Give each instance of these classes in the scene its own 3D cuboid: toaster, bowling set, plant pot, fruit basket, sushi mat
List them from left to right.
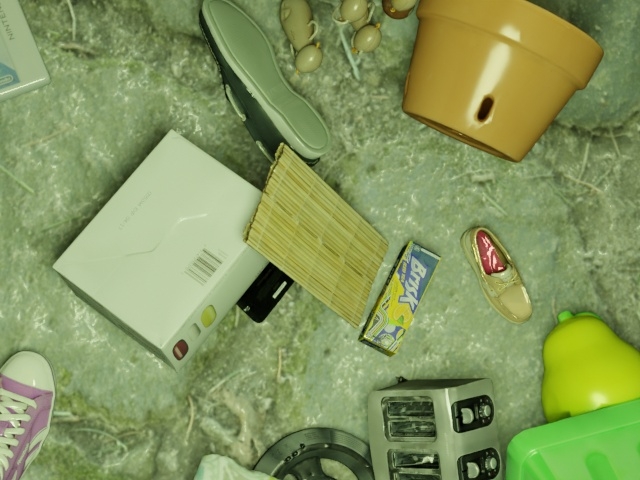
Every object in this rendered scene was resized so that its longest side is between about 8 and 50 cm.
[{"bbox_3d":[0.000,0.000,1.714,0.019,0.316,0.151,11,71,38],"label":"sushi mat"},{"bbox_3d":[0.089,-0.371,1.820,0.199,0.287,0.154,12,44,-32],"label":"bowling set"},{"bbox_3d":[0.161,0.284,1.716,0.110,0.185,0.168,-3,88,-49],"label":"toaster"},{"bbox_3d":[0.253,-0.249,1.802,0.290,0.291,0.204,24,94,-4],"label":"plant pot"},{"bbox_3d":[0.432,0.300,1.758,0.391,0.283,0.392,-2,38,2],"label":"fruit basket"}]

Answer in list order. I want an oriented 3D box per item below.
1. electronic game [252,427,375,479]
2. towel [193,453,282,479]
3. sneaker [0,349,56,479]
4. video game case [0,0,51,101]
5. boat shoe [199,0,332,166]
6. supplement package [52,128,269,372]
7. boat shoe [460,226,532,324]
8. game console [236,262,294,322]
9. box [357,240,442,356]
[{"bbox_3d":[-0.001,0.389,1.737,0.229,0.048,0.229,1,85,-14],"label":"electronic game"},{"bbox_3d":[-0.041,0.502,1.603,0.374,0.090,0.321,25,57,-14],"label":"towel"},{"bbox_3d":[-0.439,0.281,1.630,0.102,0.161,0.282,18,76,-4],"label":"sneaker"},{"bbox_3d":[-0.614,-0.317,1.779,0.328,0.036,0.300,-22,83,-12],"label":"video game case"},{"bbox_3d":[-0.105,-0.232,1.814,0.114,0.091,0.303,-22,77,-48],"label":"boat shoe"},{"bbox_3d":[-0.209,0.017,1.704,0.204,0.145,0.262,35,76,14],"label":"supplement package"},{"bbox_3d":[0.276,0.053,1.841,0.063,0.059,0.170,-32,86,-14],"label":"boat shoe"},{"bbox_3d":[-0.103,0.045,1.806,0.107,0.071,0.122,46,74,-30],"label":"game console"},{"bbox_3d":[0.121,0.089,1.812,0.059,0.054,0.169,28,76,-3],"label":"box"}]
